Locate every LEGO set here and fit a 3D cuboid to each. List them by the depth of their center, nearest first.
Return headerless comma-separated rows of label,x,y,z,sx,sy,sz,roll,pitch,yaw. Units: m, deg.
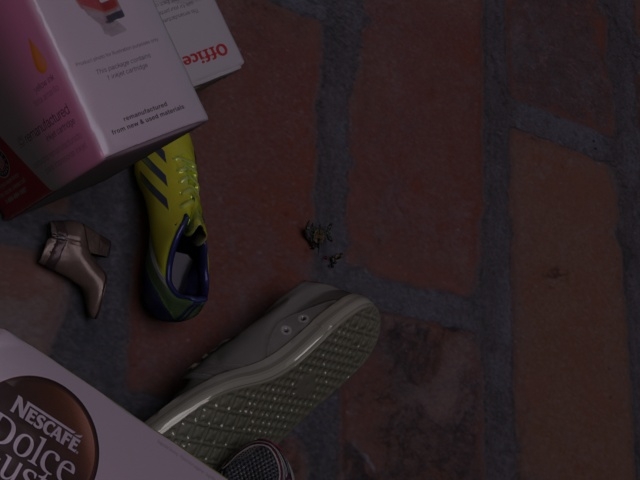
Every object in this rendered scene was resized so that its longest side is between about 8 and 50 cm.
LEGO set,-0.001,0.002,1.759,0.054,0.023,0.083,-31,110,-37

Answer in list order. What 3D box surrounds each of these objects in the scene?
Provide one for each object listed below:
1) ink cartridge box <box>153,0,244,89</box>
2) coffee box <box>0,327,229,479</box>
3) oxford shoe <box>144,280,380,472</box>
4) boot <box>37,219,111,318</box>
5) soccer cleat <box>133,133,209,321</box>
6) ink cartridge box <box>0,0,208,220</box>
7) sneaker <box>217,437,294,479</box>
ink cartridge box,-0.259,-0.312,1.581,0.207,0.117,0.283,-28,95,-40
coffee box,-0.331,0.331,1.193,0.337,0.338,0.334,40,56,-23
oxford shoe,-0.106,0.192,1.553,0.449,0.130,0.169,-35,138,-35
boot,-0.310,0.033,1.495,0.087,0.042,0.118,15,67,-27
soccer cleat,-0.181,-0.038,1.559,0.093,0.121,0.289,7,73,-36
ink cartridge box,-0.337,-0.252,1.401,0.160,0.279,0.385,-27,93,-39
sneaker,-0.110,0.353,1.378,0.121,0.112,0.299,15,50,13
